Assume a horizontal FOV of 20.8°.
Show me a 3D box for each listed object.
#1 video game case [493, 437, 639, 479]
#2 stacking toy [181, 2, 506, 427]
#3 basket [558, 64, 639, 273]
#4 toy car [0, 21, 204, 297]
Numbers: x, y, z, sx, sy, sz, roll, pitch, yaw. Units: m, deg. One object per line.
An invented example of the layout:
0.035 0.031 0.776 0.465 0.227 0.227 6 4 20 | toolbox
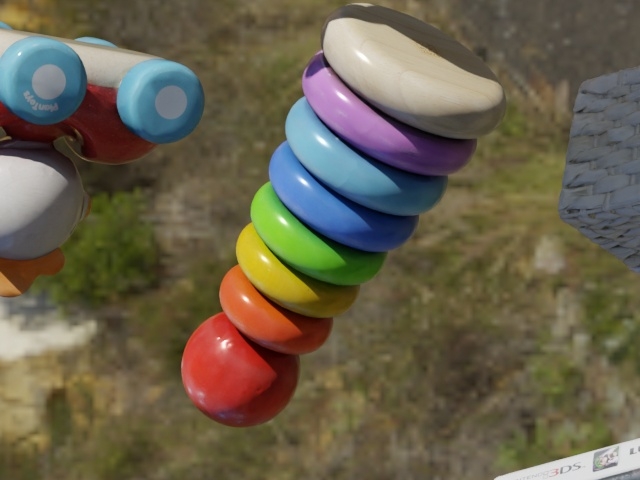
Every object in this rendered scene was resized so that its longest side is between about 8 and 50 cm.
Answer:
0.188 0.140 0.703 0.190 0.173 0.022 54 -149 -30 | video game case
0.000 0.000 1.258 0.330 0.141 0.141 -61 20 25 | stacking toy
0.240 -0.049 1.082 0.167 0.103 0.113 -12 60 51 | basket
-0.241 -0.064 1.555 0.219 0.210 0.238 25 105 60 | toy car
